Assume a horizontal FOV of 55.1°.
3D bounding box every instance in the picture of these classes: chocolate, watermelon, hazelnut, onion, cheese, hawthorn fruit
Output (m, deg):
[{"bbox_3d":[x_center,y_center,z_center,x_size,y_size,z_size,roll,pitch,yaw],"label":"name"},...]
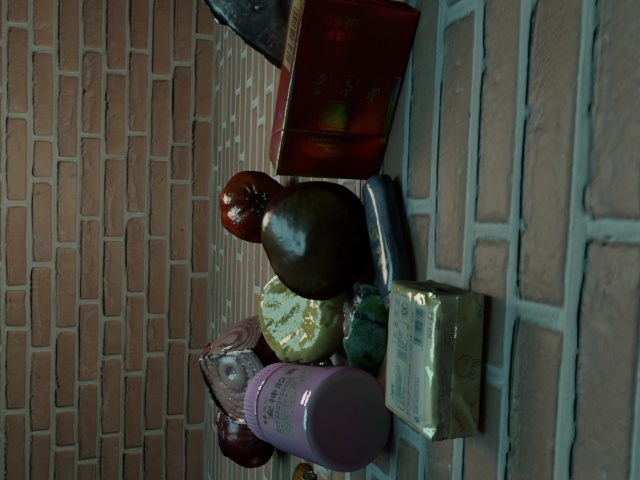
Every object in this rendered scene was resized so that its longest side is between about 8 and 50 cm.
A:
[{"bbox_3d":[-0.084,-0.538,1.354,0.213,0.303,0.303,-49,36,23],"label":"chocolate"},{"bbox_3d":[0.070,0.158,1.154,0.139,0.071,0.186,-122,37,-65],"label":"watermelon"},{"bbox_3d":[0.000,0.000,1.172,0.229,0.230,0.229,-179,90,-71],"label":"hazelnut"},{"bbox_3d":[-0.165,0.334,1.607,0.230,0.273,0.256,-29,-56,-66],"label":"onion"},{"bbox_3d":[-0.032,0.156,1.309,0.226,0.117,0.213,-38,64,38],"label":"cheese"},{"bbox_3d":[-0.207,0.526,1.764,0.246,0.190,0.246,-173,90,-88],"label":"onion"},{"bbox_3d":[-0.186,-0.086,1.706,0.253,0.205,0.204,149,120,-74],"label":"hawthorn fruit"}]

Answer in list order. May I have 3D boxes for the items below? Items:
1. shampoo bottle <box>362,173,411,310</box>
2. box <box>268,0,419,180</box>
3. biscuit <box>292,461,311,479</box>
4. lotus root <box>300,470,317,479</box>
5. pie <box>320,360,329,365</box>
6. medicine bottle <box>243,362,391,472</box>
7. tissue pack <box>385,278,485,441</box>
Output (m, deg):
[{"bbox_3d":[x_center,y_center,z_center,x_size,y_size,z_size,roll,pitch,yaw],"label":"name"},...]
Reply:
[{"bbox_3d":[0.114,0.004,1.048,0.087,0.049,0.233,124,142,-62],"label":"shampoo bottle"},{"bbox_3d":[0.031,-0.262,1.072,0.089,0.198,0.313,-115,31,-52],"label":"box"},{"bbox_3d":[-0.046,0.652,1.537,0.126,0.025,0.205,-178,90,-71],"label":"biscuit"},{"bbox_3d":[-0.030,0.607,1.385,0.090,0.077,0.182,-14,-75,-65],"label":"lotus root"},{"bbox_3d":[-0.015,0.369,1.411,0.240,0.054,0.240,-179,90,-73],"label":"pie"},{"bbox_3d":[-0.016,0.321,1.159,0.291,0.178,0.178,-14,76,61],"label":"medicine bottle"},{"bbox_3d":[0.156,0.160,0.857,0.148,0.092,0.196,-165,78,-70],"label":"tissue pack"}]
